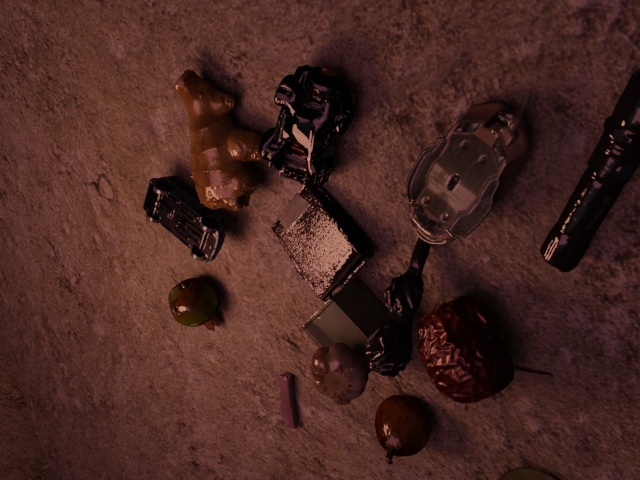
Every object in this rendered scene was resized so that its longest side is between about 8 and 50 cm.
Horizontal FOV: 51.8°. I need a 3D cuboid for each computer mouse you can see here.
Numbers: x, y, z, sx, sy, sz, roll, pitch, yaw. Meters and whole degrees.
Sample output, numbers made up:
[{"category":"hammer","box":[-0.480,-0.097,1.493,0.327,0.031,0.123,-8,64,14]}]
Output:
[{"category":"computer mouse","box":[0.323,-0.154,1.391,0.199,0.115,0.389,45,120,23]}]

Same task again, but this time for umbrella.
[{"category":"umbrella","box":[0.196,0.155,1.559,0.118,0.118,0.340,19,87,28]}]

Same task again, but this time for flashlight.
[{"category":"flashlight","box":[0.539,-0.115,1.256,0.103,0.103,0.424,32,127,20]}]

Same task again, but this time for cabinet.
[{"category":"cabinet","box":[0.092,0.234,1.722,0.206,0.150,0.145,48,127,7]}]

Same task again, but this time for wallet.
[{"category":"wallet","box":[0.000,0.000,1.732,0.262,0.071,0.221,51,133,13]}]

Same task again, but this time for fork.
[{"category":"fork","box":[0.446,0.305,1.586,0.219,0.028,0.034,5,107,30]}]

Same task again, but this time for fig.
[{"category":"fig","box":[0.218,0.519,1.767,0.149,0.202,0.148,24,149,-18]}]

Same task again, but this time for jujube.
[{"category":"jujube","box":[0.326,0.255,1.514,0.213,0.213,0.232,-37,75,42]}]

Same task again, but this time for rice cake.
[{"category":"rice cake","box":[-0.100,0.506,2.076,0.047,0.036,0.206,19,123,40]}]

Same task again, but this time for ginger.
[{"category":"ginger","box":[-0.269,-0.261,1.739,0.236,0.166,0.375,10,124,43]}]

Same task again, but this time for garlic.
[{"category":"garlic","box":[0.047,0.323,1.634,0.147,0.102,0.159,-30,105,24]}]

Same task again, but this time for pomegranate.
[{"category":"pomegranate","box":[-0.389,0.208,2.078,0.159,0.159,0.205,-2,135,37]}]

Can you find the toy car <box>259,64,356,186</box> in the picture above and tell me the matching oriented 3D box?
[{"category":"toy car","box":[-0.023,-0.273,1.580,0.193,0.118,0.301,30,126,10]}]

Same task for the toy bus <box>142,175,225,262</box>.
[{"category":"toy bus","box":[-0.382,-0.068,1.936,0.292,0.133,0.125,37,124,19]}]

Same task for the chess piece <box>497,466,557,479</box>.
[{"category":"chess piece","box":[0.466,0.786,1.692,0.234,0.234,0.442,36,134,17]}]
